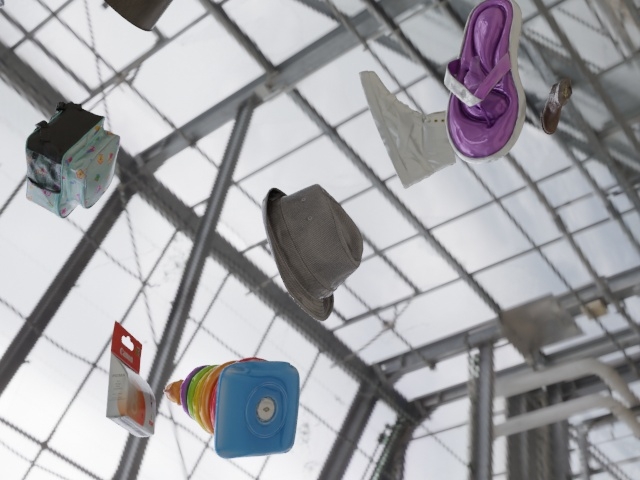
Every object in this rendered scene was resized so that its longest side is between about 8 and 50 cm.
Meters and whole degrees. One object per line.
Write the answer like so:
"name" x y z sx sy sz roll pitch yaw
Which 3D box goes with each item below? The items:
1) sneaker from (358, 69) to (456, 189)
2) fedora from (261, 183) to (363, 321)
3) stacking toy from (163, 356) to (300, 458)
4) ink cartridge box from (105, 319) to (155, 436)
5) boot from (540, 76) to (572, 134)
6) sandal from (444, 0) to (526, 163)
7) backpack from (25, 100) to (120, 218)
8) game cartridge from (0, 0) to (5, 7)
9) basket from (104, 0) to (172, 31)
"sneaker" 0.210 -0.284 2.030 0.108 0.169 0.292 -1 -113 -81
"fedora" 0.000 0.000 1.628 0.244 0.124 0.275 47 -160 -41
"stacking toy" -0.187 0.283 1.583 0.175 0.302 0.165 7 -95 -41
"ink cartridge box" -0.334 0.249 1.583 0.145 0.045 0.179 68 -159 -63
"boot" 0.454 -0.256 1.682 0.114 0.037 0.106 -71 -13 -84
"sandal" 0.312 -0.334 1.745 0.102 0.169 0.416 38 -132 -40
"backpack" -0.458 -0.135 1.609 0.144 0.188 0.166 29 -136 -4
"game cartridge" -0.745 -0.534 1.695 0.294 0.196 0.060 55 170 12
"basket" -0.371 -0.610 1.939 0.204 0.227 0.154 39 -156 -32
